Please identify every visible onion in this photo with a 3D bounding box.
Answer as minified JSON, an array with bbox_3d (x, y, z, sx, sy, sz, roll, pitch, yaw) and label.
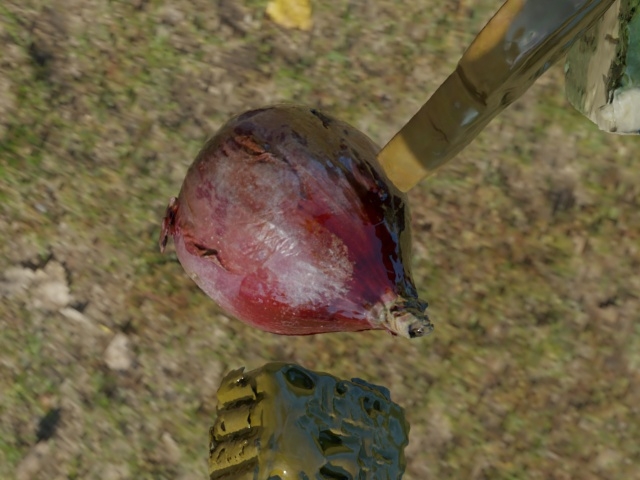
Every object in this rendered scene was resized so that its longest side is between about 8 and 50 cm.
[{"bbox_3d":[0.000,0.000,1.072,0.159,0.195,0.159,-36,147,-28],"label":"onion"}]

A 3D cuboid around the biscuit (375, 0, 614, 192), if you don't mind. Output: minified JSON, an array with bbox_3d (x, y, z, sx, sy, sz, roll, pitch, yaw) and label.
[{"bbox_3d":[0.102,-0.101,0.659,0.040,0.236,0.144,41,63,-2],"label":"biscuit"}]

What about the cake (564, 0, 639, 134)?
[{"bbox_3d":[0.194,-0.196,0.974,0.172,0.158,0.284,-28,108,0],"label":"cake"}]

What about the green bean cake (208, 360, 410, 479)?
[{"bbox_3d":[-0.013,0.260,1.822,0.229,0.131,0.224,22,61,-31],"label":"green bean cake"}]
